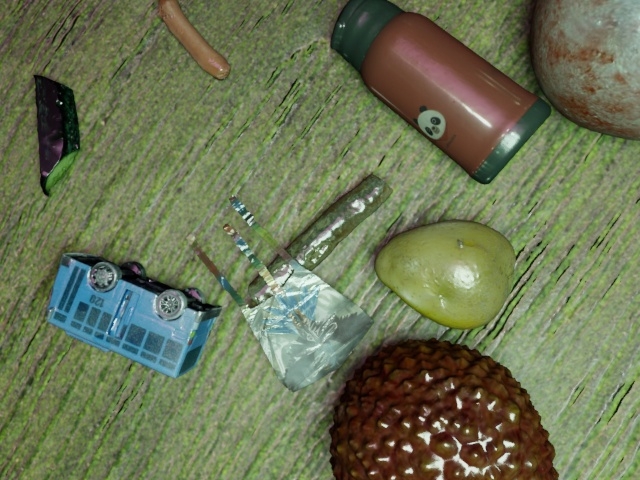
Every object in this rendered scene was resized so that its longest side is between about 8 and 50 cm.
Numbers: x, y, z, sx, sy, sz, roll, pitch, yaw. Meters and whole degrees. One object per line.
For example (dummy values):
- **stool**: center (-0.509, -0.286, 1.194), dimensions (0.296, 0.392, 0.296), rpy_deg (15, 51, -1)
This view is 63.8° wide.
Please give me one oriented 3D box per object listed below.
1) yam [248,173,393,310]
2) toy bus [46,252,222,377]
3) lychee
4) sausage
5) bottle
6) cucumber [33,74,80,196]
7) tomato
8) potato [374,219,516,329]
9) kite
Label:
- **yam**: center (0.000, 0.000, 0.802), dimensions (0.274, 0.061, 0.061), rpy_deg (-44, 82, -1)
- **toy bus**: center (-0.289, 0.111, 0.791), dimensions (0.234, 0.116, 0.133), rpy_deg (22, 90, 6)
- **lychee**: center (0.151, 0.259, 0.661), dimensions (0.276, 0.304, 0.275), rpy_deg (9, 65, -21)
- **sausage**: center (-0.218, -0.344, 0.868), dimensions (0.043, 0.043, 0.186), rpy_deg (-39, 82, 1)
- **bottle**: center (0.162, -0.239, 0.765), dimensions (0.336, 0.144, 0.144), rpy_deg (41, 89, 8)
- **cucumber**: center (-0.451, -0.187, 0.876), dimensions (0.071, 0.046, 0.220), rpy_deg (-9, 83, -3)
- **tomato**: center (0.444, -0.289, 0.679), dimensions (0.317, 0.282, 0.316), rpy_deg (0, 99, -2)
- **potato**: center (0.178, 0.042, 0.746), dimensions (0.194, 0.157, 0.157), rpy_deg (12, 85, 20)
- **kite**: center (-0.071, 0.089, 0.767), dimensions (0.169, 0.015, 0.310), rpy_deg (-45, 103, -1)
